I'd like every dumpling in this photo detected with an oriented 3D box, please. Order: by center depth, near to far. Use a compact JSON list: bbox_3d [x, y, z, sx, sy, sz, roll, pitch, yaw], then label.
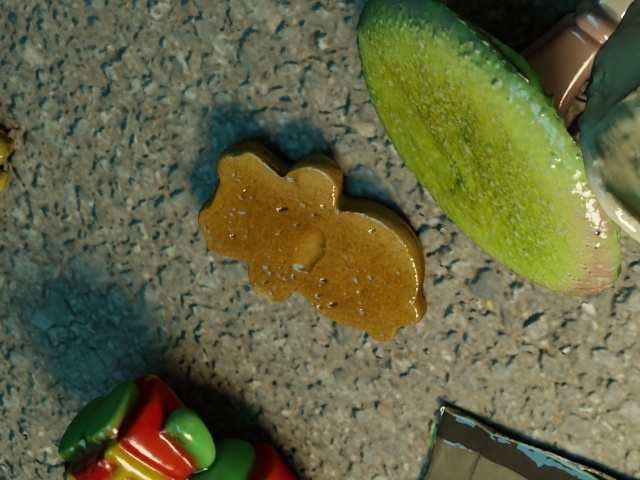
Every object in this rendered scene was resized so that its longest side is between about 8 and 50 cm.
[{"bbox_3d":[0.314,-0.079,1.295,0.243,0.318,0.187,61,162,-22],"label":"dumpling"}]

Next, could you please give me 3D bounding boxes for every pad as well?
[{"bbox_3d":[0.199,0.262,1.660,0.233,0.022,0.174,23,124,14],"label":"pad"}]

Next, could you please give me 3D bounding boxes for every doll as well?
[{"bbox_3d":[-0.088,0.280,1.724,0.182,0.160,0.363,-35,101,36],"label":"doll"}]

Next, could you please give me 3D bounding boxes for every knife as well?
[{"bbox_3d":[0.246,-0.184,1.384,0.081,0.043,0.336,40,124,-6],"label":"knife"}]

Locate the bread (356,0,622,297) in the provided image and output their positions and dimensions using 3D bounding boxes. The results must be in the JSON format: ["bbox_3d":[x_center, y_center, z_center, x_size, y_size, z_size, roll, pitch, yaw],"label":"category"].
[{"bbox_3d":[0.126,-0.071,1.395,0.301,0.045,0.301,47,165,16],"label":"bread"}]

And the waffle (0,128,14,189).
[{"bbox_3d":[-0.389,-0.073,1.738,0.219,0.057,0.229,6,120,23],"label":"waffle"}]

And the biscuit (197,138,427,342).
[{"bbox_3d":[0.000,0.000,1.604,0.225,0.036,0.166,27,126,7],"label":"biscuit"}]
